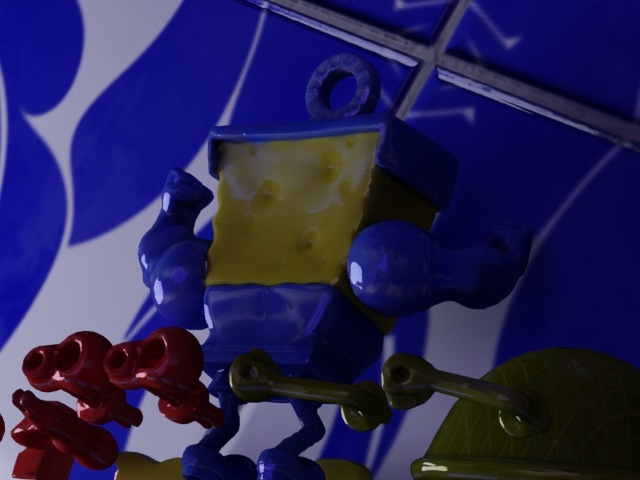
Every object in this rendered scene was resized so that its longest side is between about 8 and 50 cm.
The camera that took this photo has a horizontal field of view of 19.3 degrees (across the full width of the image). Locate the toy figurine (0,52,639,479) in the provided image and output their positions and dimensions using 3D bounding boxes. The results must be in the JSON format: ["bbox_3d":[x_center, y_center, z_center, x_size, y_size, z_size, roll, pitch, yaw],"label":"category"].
[{"bbox_3d":[0.000,0.000,0.828,0.363,0.191,0.217,-4,61,38],"label":"toy figurine"}]
